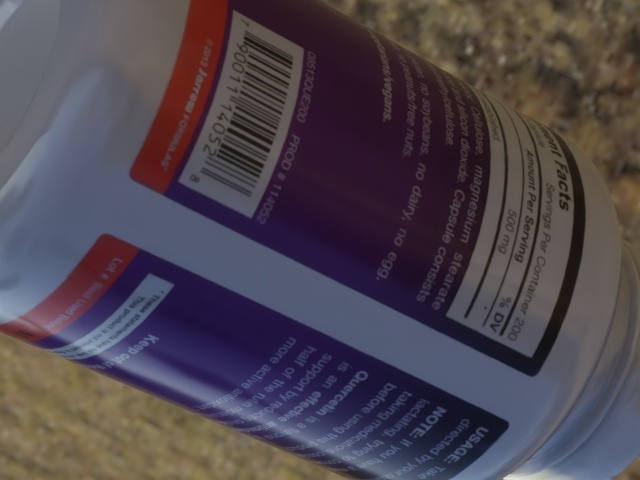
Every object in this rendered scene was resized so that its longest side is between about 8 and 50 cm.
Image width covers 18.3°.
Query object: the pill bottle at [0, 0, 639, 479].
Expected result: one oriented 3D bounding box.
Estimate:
[{"bbox_3d":[0.000,0.000,0.858,0.323,0.181,0.181,27,152,-28],"label":"pill bottle"}]
